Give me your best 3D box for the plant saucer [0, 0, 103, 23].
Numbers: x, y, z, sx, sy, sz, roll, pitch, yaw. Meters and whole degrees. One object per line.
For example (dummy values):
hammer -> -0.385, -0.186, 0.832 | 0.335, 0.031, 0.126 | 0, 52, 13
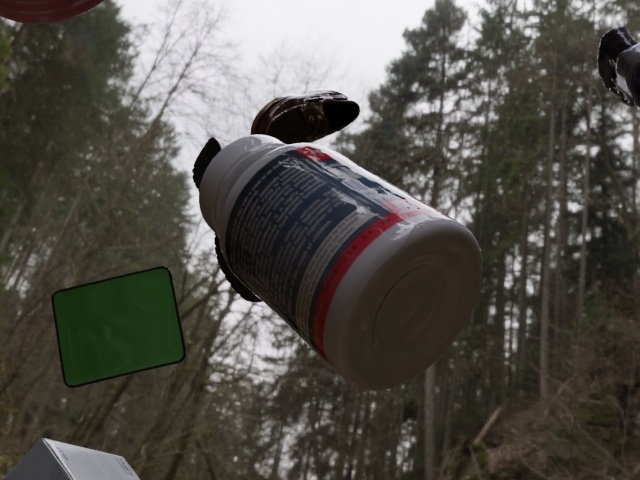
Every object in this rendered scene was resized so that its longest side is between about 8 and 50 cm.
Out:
plant saucer -> -0.632, -0.644, 1.547 | 0.332, 0.332, 0.084 | 9, -31, 8

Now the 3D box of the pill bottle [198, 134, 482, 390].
pill bottle -> 0.000, 0.000, 0.418 | 0.180, 0.108, 0.108 | 37, -6, 43

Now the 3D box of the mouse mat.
mouse mat -> -0.307, 0.130, 1.011 | 0.190, 0.152, 0.007 | -13, -12, -1

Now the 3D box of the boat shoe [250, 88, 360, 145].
boat shoe -> -0.017, -0.183, 1.000 | 0.073, 0.207, 0.073 | 25, -52, 27

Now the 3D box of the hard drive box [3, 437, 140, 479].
hard drive box -> -0.369, 0.431, 1.090 | 0.181, 0.089, 0.232 | 38, -9, 30

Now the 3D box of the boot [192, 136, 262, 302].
boot -> -0.059, -0.031, 1.067 | 0.223, 0.338, 0.118 | 17, -53, -38

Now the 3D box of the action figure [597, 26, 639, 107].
action figure -> 0.378, -0.114, 0.631 | 0.185, 0.285, 0.099 | -17, -49, 5
